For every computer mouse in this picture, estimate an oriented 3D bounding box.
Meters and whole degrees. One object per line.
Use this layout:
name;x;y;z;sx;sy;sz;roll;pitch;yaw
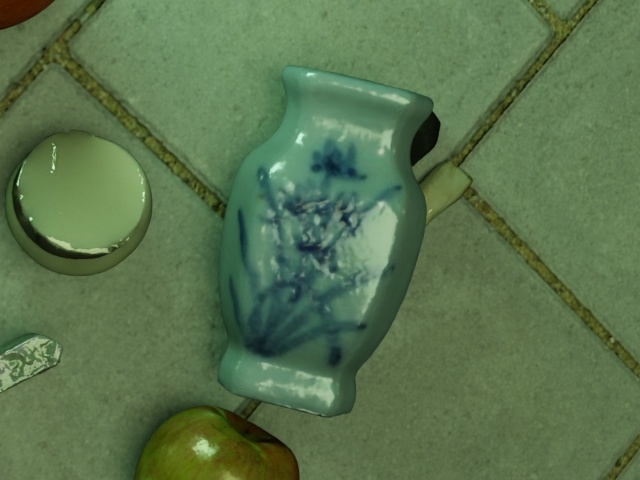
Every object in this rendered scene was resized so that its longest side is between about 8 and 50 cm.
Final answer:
computer mouse;0.081;-0.129;2.087;0.172;0.057;0.099;-17;105;-16

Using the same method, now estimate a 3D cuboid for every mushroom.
mushroom;0.121;-0.040;2.122;0.202;0.054;0.059;-34;107;-19

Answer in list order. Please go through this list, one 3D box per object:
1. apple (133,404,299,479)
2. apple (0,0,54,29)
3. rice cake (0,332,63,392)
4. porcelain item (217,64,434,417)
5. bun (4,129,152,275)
apple;-0.132;0.302;1.990;0.196;0.196;0.196;-3;98;-22
apple;-0.397;-0.349;1.762;0.272;0.251;0.206;36;84;-34
rice cake;-0.444;0.185;1.891;0.298;0.106;0.050;-27;96;-16
porcelain item;0.000;0.000;1.982;0.243;0.178;0.405;13;93;0
bun;-0.286;-0.037;1.917;0.173;0.120;0.172;5;70;-13
